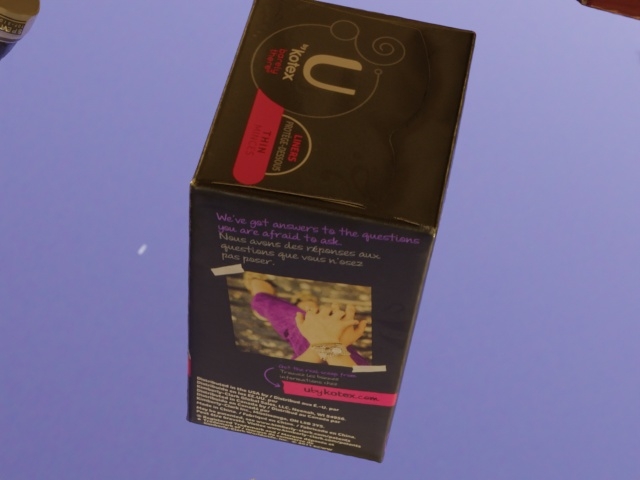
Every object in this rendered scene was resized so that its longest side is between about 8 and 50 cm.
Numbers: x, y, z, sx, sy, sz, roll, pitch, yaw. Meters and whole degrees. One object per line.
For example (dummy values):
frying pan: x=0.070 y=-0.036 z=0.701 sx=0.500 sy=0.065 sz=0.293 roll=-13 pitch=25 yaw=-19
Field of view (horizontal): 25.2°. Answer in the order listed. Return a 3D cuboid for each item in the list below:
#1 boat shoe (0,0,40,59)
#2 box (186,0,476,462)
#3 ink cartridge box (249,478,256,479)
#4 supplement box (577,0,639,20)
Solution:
boat shoe: x=-0.238 y=-0.190 z=0.983 sx=0.080 sy=0.076 sz=0.228 roll=20 pitch=-147 yaw=-35
box: x=0.000 y=0.000 z=0.918 sx=0.143 sy=0.270 sz=0.165 roll=12 pitch=-127 yaw=3
ink cartridge box: x=-0.129 y=0.367 z=1.516 sx=0.203 sy=0.086 sz=0.148 roll=-24 pitch=-72 yaw=-9
supplement box: x=0.160 y=-0.199 z=0.810 sx=0.081 sy=0.104 sz=0.188 roll=11 pitch=-157 yaw=-22
